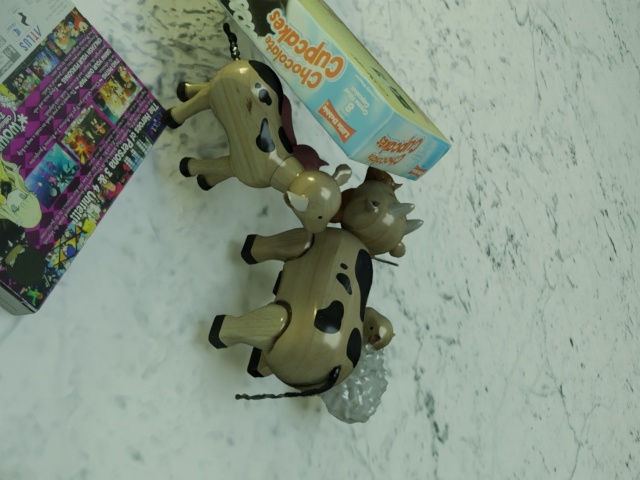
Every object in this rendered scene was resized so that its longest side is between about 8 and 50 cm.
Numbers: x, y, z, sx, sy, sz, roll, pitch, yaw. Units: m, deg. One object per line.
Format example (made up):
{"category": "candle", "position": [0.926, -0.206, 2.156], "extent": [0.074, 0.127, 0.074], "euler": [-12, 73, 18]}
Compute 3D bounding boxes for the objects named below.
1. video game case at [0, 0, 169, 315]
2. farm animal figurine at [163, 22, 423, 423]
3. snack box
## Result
{"category": "video game case", "position": [-0.244, -0.095, 0.546], "extent": [0.210, 0.041, 0.232], "euler": [49, 47, -32]}
{"category": "farm animal figurine", "position": [0.000, 0.000, 0.689], "extent": [0.330, 0.172, 0.327], "euler": [31, 59, -51]}
{"category": "snack box", "position": [-0.014, -0.201, 0.688], "extent": [0.322, 0.060, 0.187], "euler": [52, 19, 17]}
